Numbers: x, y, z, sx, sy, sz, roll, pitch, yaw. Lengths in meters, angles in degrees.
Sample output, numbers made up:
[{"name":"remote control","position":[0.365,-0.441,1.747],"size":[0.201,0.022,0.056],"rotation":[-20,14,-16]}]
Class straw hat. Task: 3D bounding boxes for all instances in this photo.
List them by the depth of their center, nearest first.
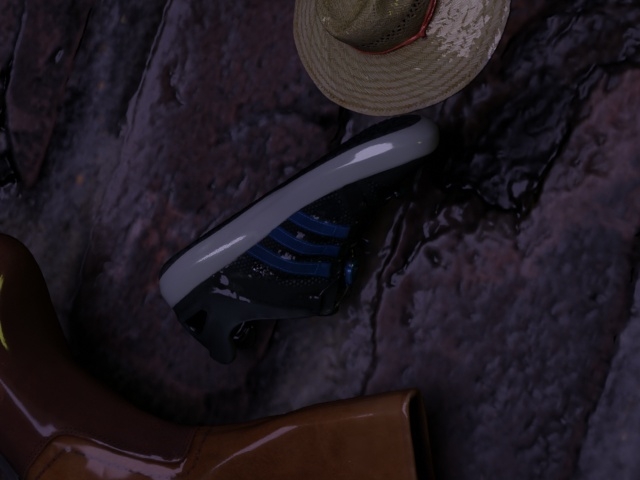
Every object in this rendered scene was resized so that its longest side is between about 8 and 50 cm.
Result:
[{"name":"straw hat","position":[0.032,-0.140,1.046],"size":[0.144,0.061,0.144],"rotation":[-1,87,29]}]

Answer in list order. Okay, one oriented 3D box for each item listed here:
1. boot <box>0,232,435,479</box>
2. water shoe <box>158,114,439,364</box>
[{"name":"boot","position":[-0.076,0.110,1.055],"size":[0.280,0.096,0.264],"rotation":[-6,96,28]},{"name":"water shoe","position":[0.000,0.000,1.065],"size":[0.203,0.073,0.080],"rotation":[-32,94,29]}]
